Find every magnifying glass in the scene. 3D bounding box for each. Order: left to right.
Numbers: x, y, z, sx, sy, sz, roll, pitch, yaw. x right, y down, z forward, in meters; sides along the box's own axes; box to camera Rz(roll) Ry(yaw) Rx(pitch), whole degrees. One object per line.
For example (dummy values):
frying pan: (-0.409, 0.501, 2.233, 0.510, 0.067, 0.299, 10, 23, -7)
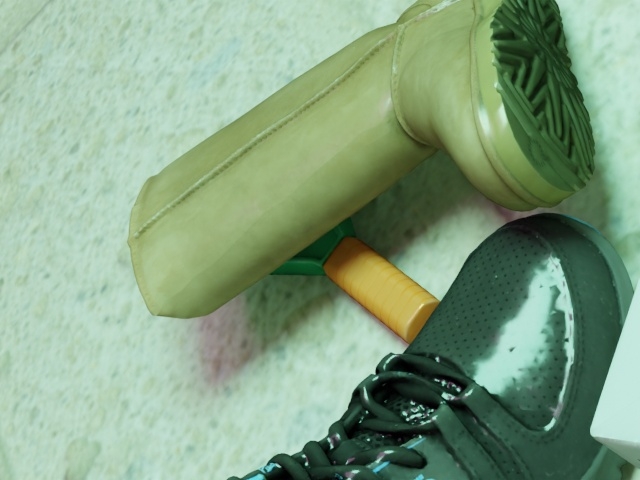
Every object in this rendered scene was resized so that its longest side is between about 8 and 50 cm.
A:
magnifying glass: (0.000, 0.000, 1.048, 0.092, 0.026, 0.231, -54, 40, 2)

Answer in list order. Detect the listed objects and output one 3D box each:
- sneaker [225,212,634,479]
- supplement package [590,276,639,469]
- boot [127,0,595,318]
sneaker: (0.035, 0.127, 0.833, 0.125, 0.139, 0.341, 13, 72, 52)
supplement package: (0.260, 0.034, 0.573, 0.198, 0.263, 0.199, 3, 65, 47)
boot: (0.012, -0.030, 0.962, 0.269, 0.089, 0.236, -33, 22, 22)
